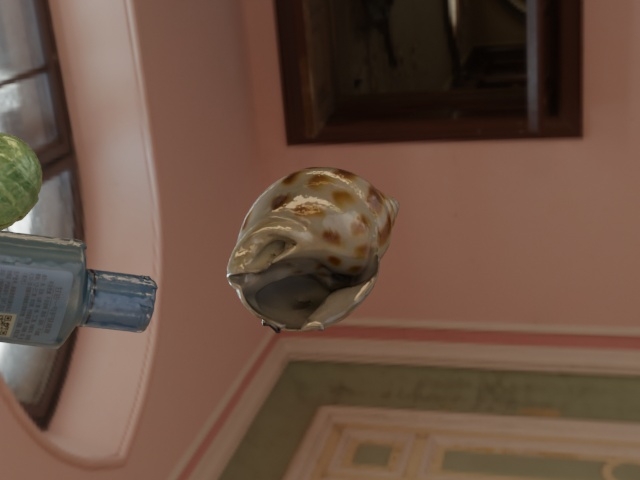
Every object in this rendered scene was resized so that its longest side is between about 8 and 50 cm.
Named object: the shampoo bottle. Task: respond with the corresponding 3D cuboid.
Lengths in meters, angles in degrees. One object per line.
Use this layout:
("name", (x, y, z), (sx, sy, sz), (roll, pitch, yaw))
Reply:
("shampoo bottle", (-0.264, 0.039, 0.792), (0.258, 0.104, 0.061), (10, -155, -28))

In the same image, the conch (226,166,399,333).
("conch", (0.000, 0.000, 1.191), (0.275, 0.183, 0.148), (-22, -170, -18))

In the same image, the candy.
("candy", (-0.485, 0.046, 1.147), (0.119, 0.119, 0.440), (9, -124, 35))
